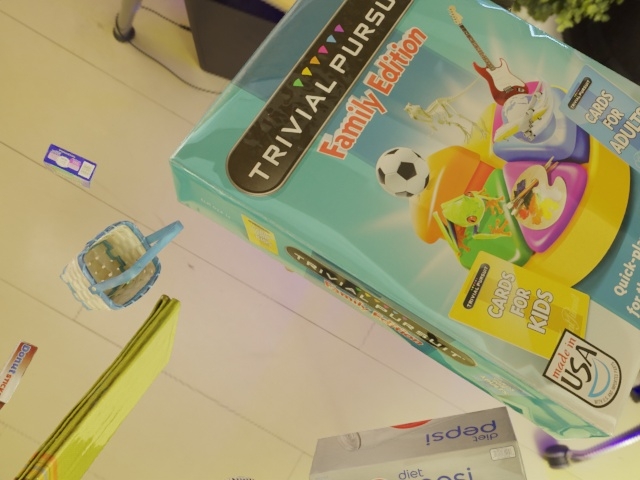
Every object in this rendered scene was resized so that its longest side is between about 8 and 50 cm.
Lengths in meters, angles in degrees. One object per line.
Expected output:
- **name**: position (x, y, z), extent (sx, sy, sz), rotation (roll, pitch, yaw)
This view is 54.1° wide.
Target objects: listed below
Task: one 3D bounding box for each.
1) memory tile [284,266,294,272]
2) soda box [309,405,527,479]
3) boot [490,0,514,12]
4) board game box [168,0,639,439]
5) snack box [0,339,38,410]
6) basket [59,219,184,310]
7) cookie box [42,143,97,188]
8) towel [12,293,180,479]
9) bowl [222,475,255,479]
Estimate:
- **memory tile**: position (0.000, 0.000, 1.188), extent (0.113, 0.012, 0.148), rotation (11, 64, 10)
- **soda box**: position (0.134, 0.317, 0.879), extent (0.286, 0.098, 0.091), rotation (-14, 101, 12)
- **boot**: position (0.190, -0.288, 0.714), extent (0.077, 0.198, 0.137), rotation (16, 52, 13)
- **board game box**: position (0.101, -0.053, 0.474), extent (0.336, 0.079, 0.254), rotation (32, 70, 4)
- **snack box**: position (-0.351, 0.166, 0.682), extent (0.022, 0.178, 0.064), rotation (31, 50, -18)
- **basket**: position (-0.514, 0.057, 1.651), extent (0.201, 0.289, 0.255), rotation (55, 38, -14)
- **cookie box**: position (-0.481, -0.141, 1.210), extent (0.092, 0.107, 0.040), rotation (25, 79, -17)
- **towel**: position (-0.176, 0.146, 0.450), extent (0.021, 0.102, 0.237), rotation (29, 45, 4)
- **bowl**: position (-0.197, 0.658, 1.485), extent (0.170, 0.080, 0.170), rotation (-1, 93, -12)
